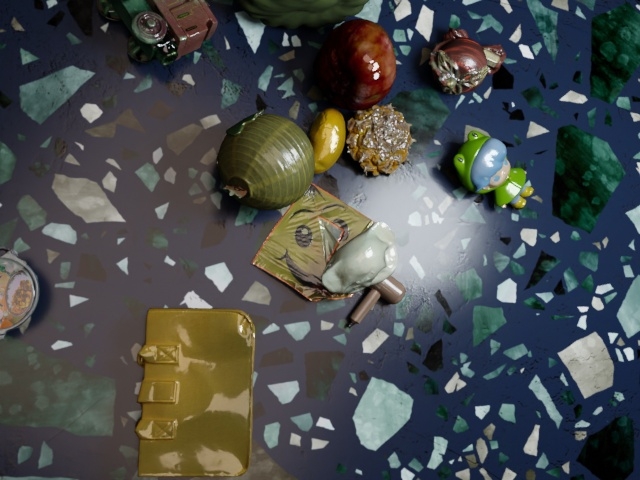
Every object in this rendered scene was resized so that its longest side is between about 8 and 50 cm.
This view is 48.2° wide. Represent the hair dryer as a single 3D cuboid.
[{"bbox_3d":[0.133,0.164,1.904,0.117,0.064,0.181,39,84,-5],"label":"hair dryer"}]

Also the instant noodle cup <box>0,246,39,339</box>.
[{"bbox_3d":[-0.741,0.126,1.665,0.177,0.125,0.208,24,78,-10],"label":"instant noodle cup"}]

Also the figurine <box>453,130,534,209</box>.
[{"bbox_3d":[0.481,-0.186,1.991,0.263,0.143,0.162,36,84,-24],"label":"figurine"}]

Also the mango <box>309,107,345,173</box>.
[{"bbox_3d":[0.015,-0.265,1.916,0.098,0.075,0.190,17,81,-4],"label":"mango"}]

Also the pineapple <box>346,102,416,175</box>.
[{"bbox_3d":[0.169,-0.281,1.942,0.225,0.076,0.225,3,82,-24],"label":"pineapple"}]

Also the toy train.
[{"bbox_3d":[-0.425,-0.600,1.829,0.221,0.150,0.304,-34,90,-25],"label":"toy train"}]

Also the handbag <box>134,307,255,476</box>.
[{"bbox_3d":[-0.305,0.366,1.742,0.283,0.133,0.401,3,82,-8],"label":"handbag"}]

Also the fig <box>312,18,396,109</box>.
[{"bbox_3d":[0.095,-0.467,1.892,0.224,0.224,0.263,9,59,-12],"label":"fig"}]

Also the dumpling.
[{"bbox_3d":[0.107,0.062,1.829,0.229,0.124,0.151,-37,117,-6],"label":"dumpling"}]

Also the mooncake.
[{"bbox_3d":[-0.040,-0.670,1.813,0.356,0.356,0.194,0,86,-13],"label":"mooncake"}]

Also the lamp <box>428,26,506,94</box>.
[{"bbox_3d":[0.410,-0.498,1.999,0.215,0.151,0.223,26,76,-13],"label":"lamp"}]

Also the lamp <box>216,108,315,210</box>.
[{"bbox_3d":[-0.144,-0.176,1.767,0.250,0.250,0.284,42,47,-5],"label":"lamp"}]

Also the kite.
[{"bbox_3d":[0.000,-0.001,1.892,0.377,0.013,0.327,-8,78,-5],"label":"kite"}]
